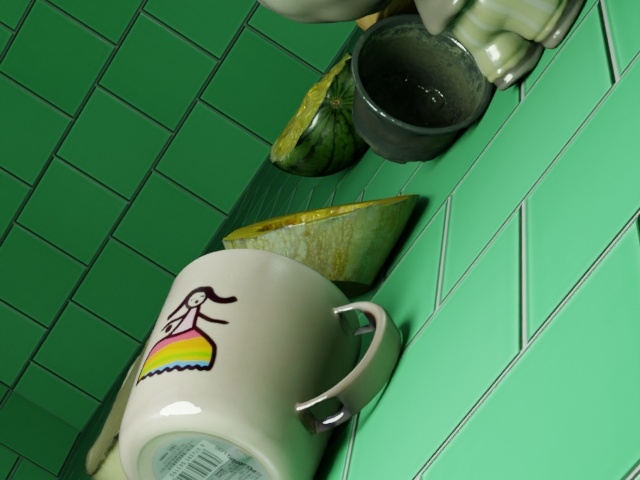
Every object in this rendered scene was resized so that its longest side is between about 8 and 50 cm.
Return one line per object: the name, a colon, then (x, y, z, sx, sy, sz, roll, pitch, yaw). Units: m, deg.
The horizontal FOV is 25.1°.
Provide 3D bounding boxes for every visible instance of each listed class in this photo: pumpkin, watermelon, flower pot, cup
pumpkin: (0.004, 0.016, 1.548, 0.217, 0.217, 0.110, -167, 70, -82)
watermelon: (0.018, -0.178, 2.224, 0.204, 0.127, 0.232, -61, 10, -25)
flower pot: (0.103, -0.157, 1.587, 0.107, 0.157, 0.157, 107, -171, -60)
cup: (-0.049, 0.136, 1.290, 0.252, 0.191, 0.200, -15, 34, 27)

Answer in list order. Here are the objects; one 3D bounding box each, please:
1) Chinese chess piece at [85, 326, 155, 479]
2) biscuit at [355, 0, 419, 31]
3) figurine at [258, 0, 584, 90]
Chinese chess piece: (-0.175, 0.196, 1.865, 0.338, 0.140, 0.338, -58, 8, 13)
biscuit: (0.143, -0.310, 1.680, 0.275, 0.052, 0.355, -50, -18, 15)
figurine: (0.065, -0.283, 1.411, 0.203, 0.380, 0.248, -66, 10, -21)
